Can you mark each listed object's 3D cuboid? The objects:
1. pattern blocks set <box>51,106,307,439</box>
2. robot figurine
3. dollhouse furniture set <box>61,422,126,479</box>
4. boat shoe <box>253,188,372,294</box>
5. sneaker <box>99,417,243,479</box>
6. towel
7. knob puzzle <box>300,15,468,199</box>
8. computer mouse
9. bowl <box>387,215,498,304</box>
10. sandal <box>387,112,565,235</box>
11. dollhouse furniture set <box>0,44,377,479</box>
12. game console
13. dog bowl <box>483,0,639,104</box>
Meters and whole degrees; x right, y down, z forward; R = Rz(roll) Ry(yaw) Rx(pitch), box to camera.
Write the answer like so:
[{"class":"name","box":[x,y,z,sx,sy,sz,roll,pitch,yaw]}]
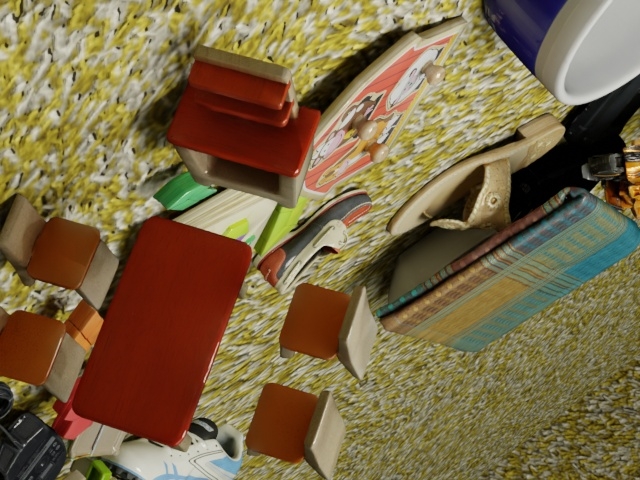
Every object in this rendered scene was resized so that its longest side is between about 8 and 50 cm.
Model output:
[{"class":"pattern blocks set","box":[-0.113,0.031,1.434,0.285,0.026,0.325,-36,161,-31]},{"class":"robot figurine","box":[0.414,-0.075,1.933,0.211,0.085,0.291,-8,177,13]},{"class":"dollhouse furniture set","box":[-0.244,0.209,1.642,0.076,0.058,0.152,6,112,-57]},{"class":"boat shoe","box":[0.000,0.000,1.605,0.137,0.043,0.049,-35,160,-21]},{"class":"sneaker","box":[-0.158,0.226,1.788,0.237,0.085,0.086,15,96,-65]},{"class":"towel","box":[0.227,0.037,1.929,0.271,0.040,0.370,-34,163,13]},{"class":"knob puzzle","box":[0.043,-0.098,1.433,0.213,0.030,0.213,-43,166,-14]},{"class":"computer mouse","box":[-0.279,0.166,1.453,0.071,0.041,0.242,-52,158,-15]},{"class":"bowl","box":[0.134,0.031,1.938,0.142,0.053,0.142,-34,161,-18]},{"class":"sandal","box":[0.189,-0.050,1.809,0.240,0.079,0.088,-32,161,-24]},{"class":"dollhouse furniture set","box":[-0.090,0.012,1.160,0.135,0.262,0.259,76,31,-69]},{"class":"game console","box":[0.325,-0.134,1.953,0.213,0.044,0.361,-21,155,-50]},{"class":"dog bowl","box":[0.273,-0.247,1.471,0.265,0.104,0.265,-37,162,-14]}]
